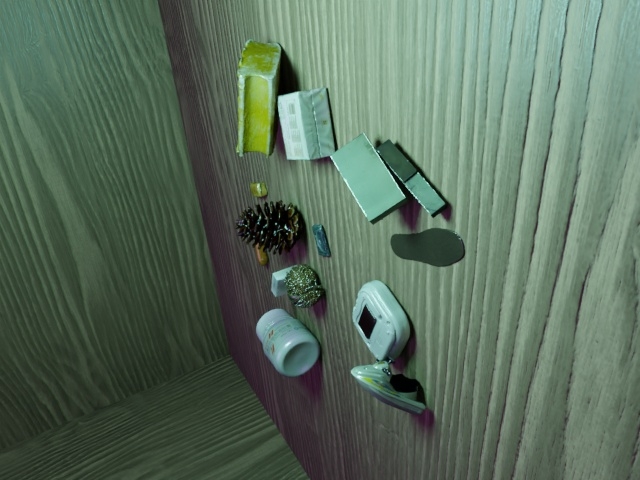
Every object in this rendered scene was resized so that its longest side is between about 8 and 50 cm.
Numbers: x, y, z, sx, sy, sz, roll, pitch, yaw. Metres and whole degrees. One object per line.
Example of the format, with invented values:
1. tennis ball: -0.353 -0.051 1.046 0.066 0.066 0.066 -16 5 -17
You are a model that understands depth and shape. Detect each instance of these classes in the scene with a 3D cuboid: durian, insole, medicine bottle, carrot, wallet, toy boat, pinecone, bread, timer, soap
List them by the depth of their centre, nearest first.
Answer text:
1. insole: 0.294 0.019 1.383 0.327 0.007 0.111 0 106 64
2. toy boat: 0.230 0.471 1.600 0.269 0.141 0.140 41 162 -18
3. timer: 0.199 0.280 1.664 0.237 0.086 0.262 56 152 32
4. soap: -0.230 -0.525 1.808 0.294 0.155 0.335 -85 2 -46
5. wallet: 0.000 0.000 1.955 0.088 0.026 0.129 4 111 64
6. pinecone: -0.221 -0.060 2.078 0.246 0.291 0.247 -175 90 -74
7. durian: -0.064 0.196 2.104 0.196 0.167 0.196 29 146 22
8. medicine bottle: -0.168 0.494 2.388 0.302 0.241 0.241 38 139 51
9. bread: -0.308 -0.250 2.390 0.132 0.053 0.074 18 123 62
10. carrot: -0.325 0.012 2.609 0.066 0.062 0.272 -76 -20 -73

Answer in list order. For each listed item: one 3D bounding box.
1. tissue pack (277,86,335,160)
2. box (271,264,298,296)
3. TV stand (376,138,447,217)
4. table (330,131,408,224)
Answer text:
1. tissue pack: -0.051 -0.396 1.669 0.185 0.124 0.225 21 124 61
2. box: -0.162 0.192 2.299 0.051 0.129 0.130 53 150 34
3. TV stand: 0.241 -0.168 1.302 0.257 0.049 0.040 56 -171 29
4. table: 0.147 -0.170 1.410 0.240 0.121 0.111 62 -168 21
